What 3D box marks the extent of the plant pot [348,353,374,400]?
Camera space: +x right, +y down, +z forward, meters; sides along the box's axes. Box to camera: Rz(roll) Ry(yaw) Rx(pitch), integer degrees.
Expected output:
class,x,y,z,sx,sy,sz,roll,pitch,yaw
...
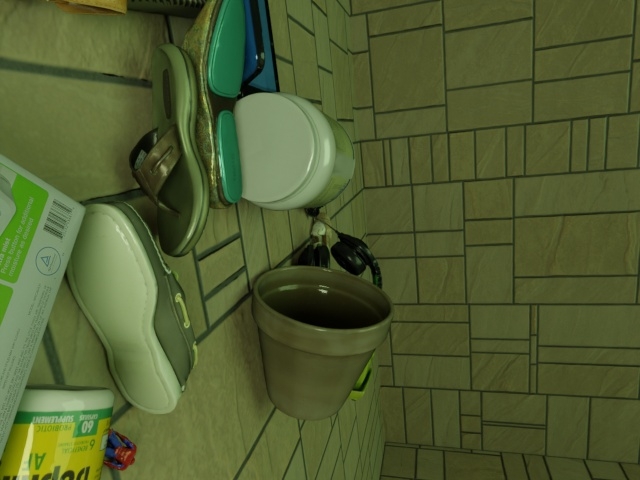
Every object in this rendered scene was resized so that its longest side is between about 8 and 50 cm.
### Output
class,x,y,z,sx,sy,sz,roll,pitch,yaw
plant pot,0.062,0.362,1.325,0.228,0.228,0.206,-14,107,-74

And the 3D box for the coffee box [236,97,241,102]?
class,x,y,z,sx,sy,sz,roll,pitch,yaw
coffee box,-0.159,-0.388,0.969,0.113,0.041,0.183,21,68,-72

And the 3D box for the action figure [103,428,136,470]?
class,x,y,z,sx,sy,sz,roll,pitch,yaw
action figure,-0.261,0.260,0.528,0.115,0.030,0.038,79,23,-44

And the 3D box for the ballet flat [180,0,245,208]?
class,x,y,z,sx,sy,sz,roll,pitch,yaw
ballet flat,-0.189,-0.224,0.680,0.123,0.124,0.347,-36,130,-71

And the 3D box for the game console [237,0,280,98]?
class,x,y,z,sx,sy,sz,roll,pitch,yaw
game console,-0.119,-0.439,0.827,0.174,0.250,0.292,-11,95,-30

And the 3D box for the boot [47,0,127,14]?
class,x,y,z,sx,sy,sz,roll,pitch,yaw
boot,-0.210,-0.344,0.421,0.104,0.296,0.211,-146,-133,-60

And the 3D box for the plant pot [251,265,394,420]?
class,x,y,z,sx,sy,sz,roll,pitch,yaw
plant pot,-0.014,0.245,0.991,0.323,0.324,0.280,-48,150,-68

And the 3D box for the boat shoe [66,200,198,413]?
class,x,y,z,sx,sy,sz,roll,pitch,yaw
boat shoe,-0.228,0.083,0.539,0.091,0.109,0.304,-65,155,-60

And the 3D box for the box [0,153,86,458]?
class,x,y,z,sx,sy,sz,roll,pitch,yaw
box,-0.300,0.043,0.240,0.231,0.127,0.261,55,36,-61

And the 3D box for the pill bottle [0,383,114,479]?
class,x,y,z,sx,sy,sz,roll,pitch,yaw
pill bottle,-0.261,0.237,0.366,0.117,0.118,0.208,49,42,-66

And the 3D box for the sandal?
class,x,y,z,sx,sy,sz,roll,pitch,yaw
sandal,-0.229,-0.125,0.599,0.086,0.120,0.302,-8,94,-47

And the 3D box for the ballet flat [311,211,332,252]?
class,x,y,z,sx,sy,sz,roll,pitch,yaw
ballet flat,0.000,0.000,1.436,0.067,0.073,0.205,12,72,-59

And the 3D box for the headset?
class,x,y,z,sx,sy,sz,roll,pitch,yaw
headset,0.037,0.062,1.314,0.185,0.244,0.393,130,-58,-77

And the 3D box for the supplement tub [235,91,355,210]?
class,x,y,z,sx,sy,sz,roll,pitch,yaw
supplement tub,-0.064,-0.184,0.917,0.325,0.236,0.235,-21,108,-74

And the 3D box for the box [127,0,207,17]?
class,x,y,z,sx,sy,sz,roll,pitch,yaw
box,-0.235,-0.391,0.598,0.275,0.094,0.113,-61,146,-61
